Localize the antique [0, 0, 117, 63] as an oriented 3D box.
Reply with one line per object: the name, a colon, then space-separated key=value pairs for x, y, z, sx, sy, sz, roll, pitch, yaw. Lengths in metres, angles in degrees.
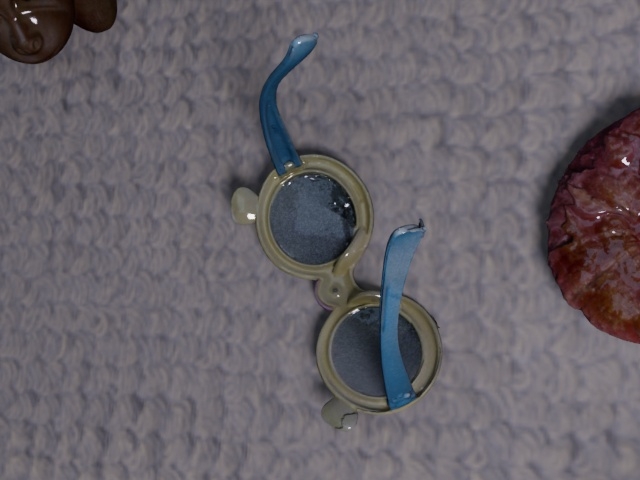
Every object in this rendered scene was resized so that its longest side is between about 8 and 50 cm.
antique: x=-0.230 y=-0.256 z=0.805 sx=0.121 sy=0.143 sz=0.256 roll=-5 pitch=82 yaw=22

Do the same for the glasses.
glasses: x=0.028 y=-0.010 z=0.624 sx=0.088 sy=0.220 sz=0.189 roll=-18 pitch=68 yaw=-19

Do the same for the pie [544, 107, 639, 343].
pie: x=0.206 y=-0.010 z=0.618 sx=0.155 sy=0.036 sz=0.154 roll=-4 pitch=80 yaw=25
